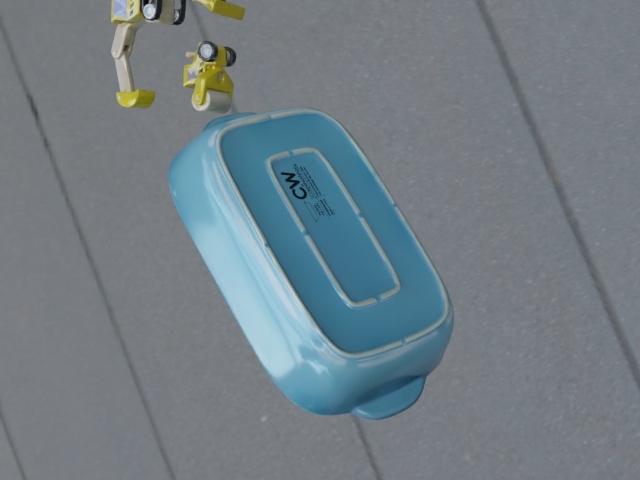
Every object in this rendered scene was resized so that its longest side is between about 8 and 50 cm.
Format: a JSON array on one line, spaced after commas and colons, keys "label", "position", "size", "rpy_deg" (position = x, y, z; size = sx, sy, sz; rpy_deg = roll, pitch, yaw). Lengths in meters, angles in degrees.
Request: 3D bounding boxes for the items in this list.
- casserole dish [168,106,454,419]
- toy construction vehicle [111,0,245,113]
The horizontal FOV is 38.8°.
[{"label": "casserole dish", "position": [0.000, 0.000, 0.466], "size": [0.188, 0.114, 0.037], "rpy_deg": [59, 143, 18]}, {"label": "toy construction vehicle", "position": [-0.074, -0.118, 0.482], "size": [0.035, 0.086, 0.098], "rpy_deg": [10, 101, 27]}]
